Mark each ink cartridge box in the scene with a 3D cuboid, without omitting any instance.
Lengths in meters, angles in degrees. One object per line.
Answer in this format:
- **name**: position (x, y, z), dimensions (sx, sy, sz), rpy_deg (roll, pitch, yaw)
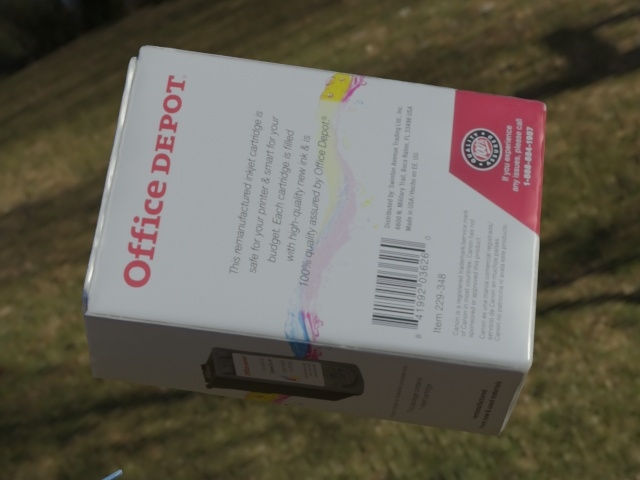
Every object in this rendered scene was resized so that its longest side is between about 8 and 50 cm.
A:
- **ink cartridge box**: position (0.000, 0.000, 1.243), dimensions (0.306, 0.131, 0.226), rpy_deg (8, 61, 1)

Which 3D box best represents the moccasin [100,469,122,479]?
- **moccasin**: position (-0.211, 0.250, 1.118), dimensions (0.342, 0.138, 0.117), rpy_deg (-25, -11, 26)
